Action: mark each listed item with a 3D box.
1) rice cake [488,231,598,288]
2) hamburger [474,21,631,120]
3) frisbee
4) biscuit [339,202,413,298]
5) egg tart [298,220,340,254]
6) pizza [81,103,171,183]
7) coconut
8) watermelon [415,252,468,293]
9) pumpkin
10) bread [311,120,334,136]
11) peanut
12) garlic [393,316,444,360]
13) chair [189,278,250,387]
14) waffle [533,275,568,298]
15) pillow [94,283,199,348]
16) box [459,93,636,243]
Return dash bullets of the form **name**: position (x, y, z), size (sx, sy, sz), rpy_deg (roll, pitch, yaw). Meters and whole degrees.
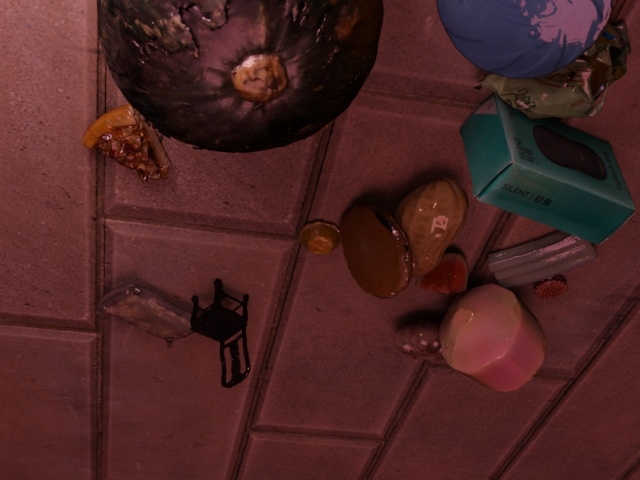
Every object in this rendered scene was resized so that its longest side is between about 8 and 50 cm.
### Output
- **rice cake**: position (0.521, 0.043, 1.902), size (0.237, 0.043, 0.127), rpy_deg (-21, 136, 21)
- **hamburger**: position (0.431, -0.302, 1.440), size (0.275, 0.151, 0.261), rpy_deg (17, 136, -21)
- **frisbee**: position (0.319, -0.397, 1.302), size (0.289, 0.049, 0.290), rpy_deg (13, 121, 22)
- **biscuit**: position (0.120, 0.022, 1.754), size (0.042, 0.226, 0.226), rpy_deg (-19, 148, -33)
- **egg tart**: position (0.000, 0.000, 1.840), size (0.105, 0.039, 0.105), rpy_deg (0, 139, 0)
- **pizza**: position (-0.371, -0.175, 1.609), size (0.154, 0.069, 0.194), rpy_deg (-27, 131, 24)
- **coconut**: position (0.409, 0.229, 1.973), size (0.233, 0.233, 0.245), rpy_deg (-29, 132, 27)
- **watermelon**: position (0.295, 0.084, 1.904), size (0.125, 0.094, 0.135), rpy_deg (10, 133, -1)
- **pumpkin**: position (-0.118, -0.338, 1.238), size (0.453, 0.344, 0.455), rpy_deg (-4, 142, -3)
- **bread**: position (-0.029, -0.259, 1.530), size (0.140, 0.069, 0.128), rpy_deg (-4, 139, 4)
- **peanut**: position (0.214, -0.014, 1.761), size (0.146, 0.147, 0.306), rpy_deg (11, 135, -14)
- **garlic**: position (0.270, 0.251, 2.083), size (0.159, 0.102, 0.147), rpy_deg (3, 153, 12)
- **chair**: position (-0.238, 0.224, 1.939), size (0.113, 0.229, 0.106), rpy_deg (29, 129, -33)
- **waffle**: position (0.565, 0.115, 1.995), size (0.083, 0.029, 0.075), rpy_deg (-21, 134, 24)
- **pillow**: position (-0.419, 0.181, 2.010), size (0.169, 0.059, 0.255), rpy_deg (-33, 131, 30)
- **box**: position (0.441, -0.138, 1.581), size (0.311, 0.205, 0.118), rpy_deg (18, 133, -20)
